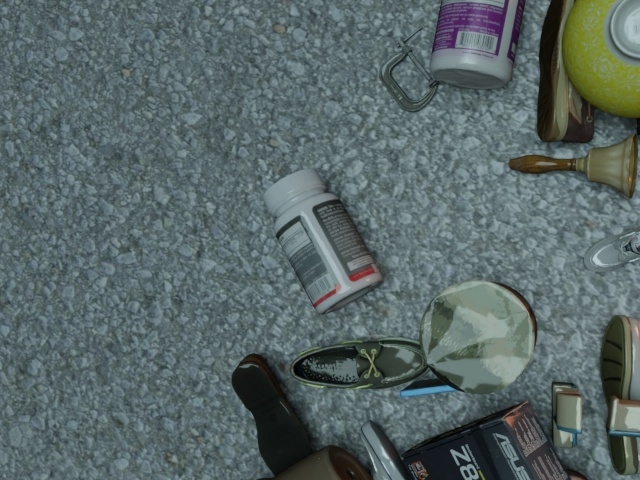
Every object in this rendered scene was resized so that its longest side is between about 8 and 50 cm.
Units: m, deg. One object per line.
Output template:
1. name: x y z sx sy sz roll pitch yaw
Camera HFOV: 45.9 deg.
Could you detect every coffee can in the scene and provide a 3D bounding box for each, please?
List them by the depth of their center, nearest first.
1. coffee can: 0.310 0.176 1.447 0.201 0.275 0.202 -1 86 17

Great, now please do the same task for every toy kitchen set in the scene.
1. toy kitchen set: 0.523 0.341 1.410 0.166 0.207 0.122 0 87 14

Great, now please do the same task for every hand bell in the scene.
1. hand bell: 0.501 -0.153 1.518 0.242 0.126 0.126 5 88 30

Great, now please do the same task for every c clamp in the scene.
1. c clamp: 0.201 -0.368 1.647 0.137 0.022 0.161 -32 78 12

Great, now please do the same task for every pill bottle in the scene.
1. pill bottle: 0.329 -0.476 1.541 0.169 0.169 0.302 11 89 17
2. pill bottle: 0.000 0.000 1.611 0.161 0.161 0.283 -31 78 13

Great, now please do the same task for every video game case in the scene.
1. video game case: 0.232 0.292 1.519 0.119 0.166 0.015 -10 83 16

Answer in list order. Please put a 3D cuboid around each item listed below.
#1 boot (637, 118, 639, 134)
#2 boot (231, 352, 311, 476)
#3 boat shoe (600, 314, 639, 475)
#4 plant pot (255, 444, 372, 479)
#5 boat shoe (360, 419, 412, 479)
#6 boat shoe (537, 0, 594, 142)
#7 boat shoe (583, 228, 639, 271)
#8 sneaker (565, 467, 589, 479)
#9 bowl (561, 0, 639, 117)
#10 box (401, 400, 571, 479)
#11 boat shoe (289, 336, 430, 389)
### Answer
1. boot: 0.740 -0.360 1.426 0.260 0.131 0.348 1 97 24
2. boot: -0.095 0.386 1.655 0.112 0.115 0.305 -22 98 6
3. boat shoe: 0.609 0.292 1.446 0.103 0.113 0.302 -2 90 -2
4. plant pot: -0.010 0.543 1.520 0.229 0.263 0.263 -46 76 11
5. boat shoe: 0.143 0.509 1.574 0.088 0.096 0.268 -31 87 8
6. boat shoe: 0.516 -0.362 1.515 0.123 0.123 0.342 5 84 -3
7. boat shoe: 0.609 0.014 1.478 0.184 0.063 0.066 -16 82 15
8. sneaker: 0.531 0.585 1.435 0.126 0.127 0.321 -22 85 15
9. bowl: 0.572 -0.369 1.335 0.289 0.156 0.290 1 94 21
10. box: 0.359 0.534 1.421 0.318 0.097 0.395 -40 74 48
11. boat shoe: 0.084 0.266 1.604 0.305 0.091 0.109 -7 85 16
